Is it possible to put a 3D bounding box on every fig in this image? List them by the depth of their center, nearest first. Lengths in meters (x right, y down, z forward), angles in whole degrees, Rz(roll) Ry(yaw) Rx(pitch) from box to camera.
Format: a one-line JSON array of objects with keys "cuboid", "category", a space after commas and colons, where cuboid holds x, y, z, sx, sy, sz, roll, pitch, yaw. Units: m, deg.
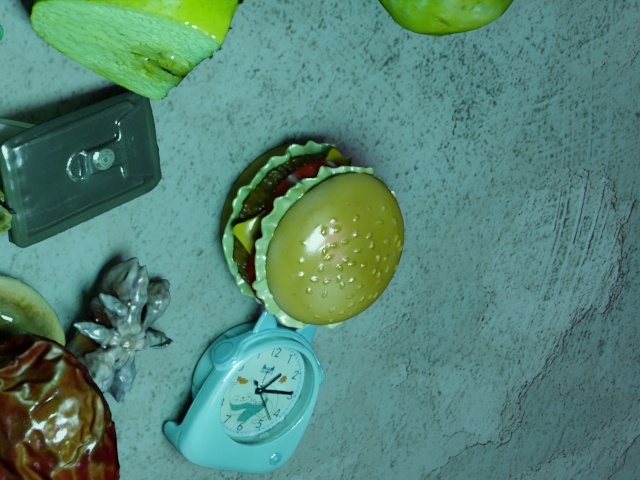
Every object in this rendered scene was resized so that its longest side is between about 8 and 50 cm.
[{"cuboid": [0.214, -0.407, 2.043, 0.314, 0.233, 0.233, -5, 116, -29], "category": "fig"}]

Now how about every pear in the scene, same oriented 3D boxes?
[{"cuboid": [-0.241, -0.313, 1.775, 0.292, 0.292, 0.159, 28, 68, -43], "category": "pear"}]

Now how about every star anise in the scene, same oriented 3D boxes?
[{"cuboid": [-0.293, 0.141, 2.029, 0.236, 0.093, 0.229, -45, 146, -44], "category": "star anise"}]

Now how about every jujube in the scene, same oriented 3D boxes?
[{"cuboid": [-0.378, 0.300, 1.891, 0.216, 0.216, 0.342, -26, 120, -24], "category": "jujube"}]

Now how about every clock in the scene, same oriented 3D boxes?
[{"cuboid": [-0.106, 0.233, 2.247, 0.223, 0.094, 0.274, 19, 100, -42], "category": "clock"}]

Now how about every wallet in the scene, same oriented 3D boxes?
[{"cuboid": [-0.319, -0.098, 1.896, 0.245, 0.052, 0.168, -29, 133, -37], "category": "wallet"}]

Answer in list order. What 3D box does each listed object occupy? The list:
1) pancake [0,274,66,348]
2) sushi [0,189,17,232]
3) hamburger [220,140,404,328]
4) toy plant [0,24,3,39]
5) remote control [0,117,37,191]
[{"cuboid": [-0.518, 0.224, 1.944, 0.382, 0.071, 0.382, -18, 123, -30], "category": "pancake"}, {"cuboid": [-0.531, 0.003, 1.761, 0.291, 0.131, 0.139, -27, 138, 2], "category": "sushi"}, {"cuboid": [0.000, 0.000, 2.113, 0.274, 0.212, 0.274, -18, 123, -29], "category": "hamburger"}, {"cuboid": [-0.473, -0.234, 1.711, 0.200, 0.105, 0.143, -41, 122, -35], "category": "toy plant"}, {"cuboid": [-0.443, -0.113, 1.839, 0.250, 0.034, 0.103, 7, 109, -40], "category": "remote control"}]
